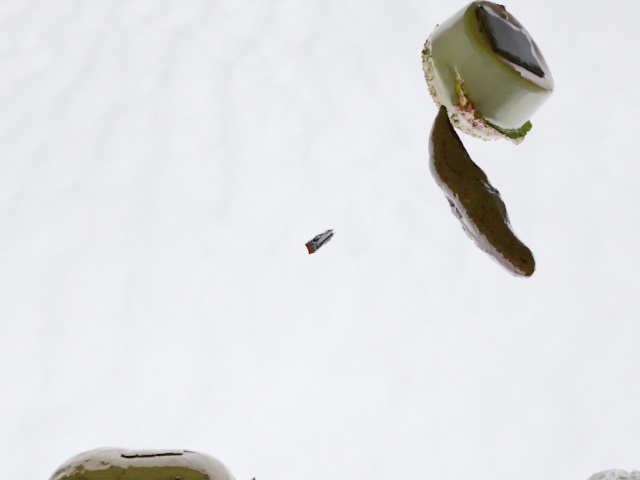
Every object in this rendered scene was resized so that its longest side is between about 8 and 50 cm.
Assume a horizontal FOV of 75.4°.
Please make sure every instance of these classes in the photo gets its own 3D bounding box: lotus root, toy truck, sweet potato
[{"bbox_3d":[-0.211,0.342,0.526,0.285,0.160,0.146,3,-105,-6],"label":"lotus root"},{"bbox_3d":[0.000,0.000,0.729,0.032,0.083,0.024,-22,-83,27],"label":"toy truck"},{"bbox_3d":[0.285,-0.082,0.782,0.096,0.106,0.354,-17,-106,-20],"label":"sweet potato"}]

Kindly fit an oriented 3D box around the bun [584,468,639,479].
[{"bbox_3d":[0.493,0.439,0.658,0.179,0.193,0.127,-17,-133,10],"label":"bun"}]

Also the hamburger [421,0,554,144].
[{"bbox_3d":[0.336,-0.341,0.861,0.276,0.179,0.293,5,-116,-31],"label":"hamburger"}]
